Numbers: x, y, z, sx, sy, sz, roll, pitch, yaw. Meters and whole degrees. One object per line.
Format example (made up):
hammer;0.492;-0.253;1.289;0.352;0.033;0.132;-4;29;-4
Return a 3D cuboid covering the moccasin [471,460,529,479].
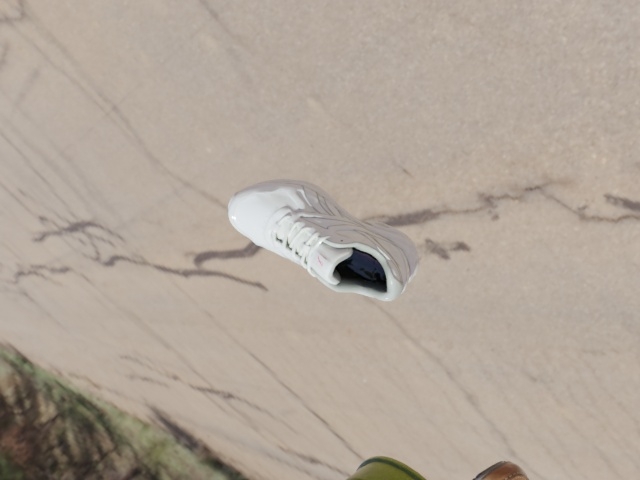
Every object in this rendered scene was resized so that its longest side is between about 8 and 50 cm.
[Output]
moccasin;0.346;0.544;1.472;0.147;0.139;0.379;-132;27;-55

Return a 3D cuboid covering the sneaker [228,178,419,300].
sneaker;0.000;0.000;0.926;0.232;0.090;0.115;20;-160;4

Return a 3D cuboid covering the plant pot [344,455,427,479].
plant pot;0.055;0.653;1.537;0.366;0.353;0.366;34;136;41
